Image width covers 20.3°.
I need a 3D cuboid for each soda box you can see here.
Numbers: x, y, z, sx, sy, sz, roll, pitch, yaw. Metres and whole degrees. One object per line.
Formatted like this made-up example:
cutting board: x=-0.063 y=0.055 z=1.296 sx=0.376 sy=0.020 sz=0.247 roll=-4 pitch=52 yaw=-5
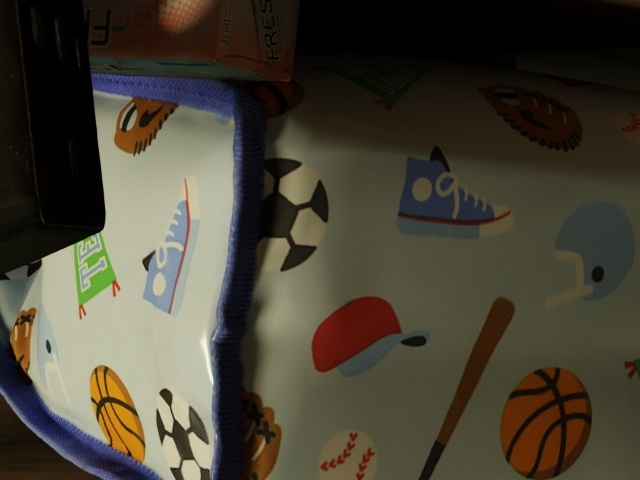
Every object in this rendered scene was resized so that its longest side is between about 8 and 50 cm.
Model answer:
soda box: x=-0.098 y=-0.100 z=0.715 sx=0.183 sy=0.063 sz=0.058 roll=5 pitch=179 yaw=29

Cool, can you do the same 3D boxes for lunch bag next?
lunch bag: x=0.000 y=0.000 z=0.943 sx=0.327 sy=0.239 sz=0.385 roll=3 pitch=-174 yaw=-29

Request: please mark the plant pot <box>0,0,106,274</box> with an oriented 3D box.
plant pot: x=-0.167 y=-0.056 z=0.596 sx=0.167 sy=0.188 sz=0.187 roll=-6 pitch=179 yaw=3
